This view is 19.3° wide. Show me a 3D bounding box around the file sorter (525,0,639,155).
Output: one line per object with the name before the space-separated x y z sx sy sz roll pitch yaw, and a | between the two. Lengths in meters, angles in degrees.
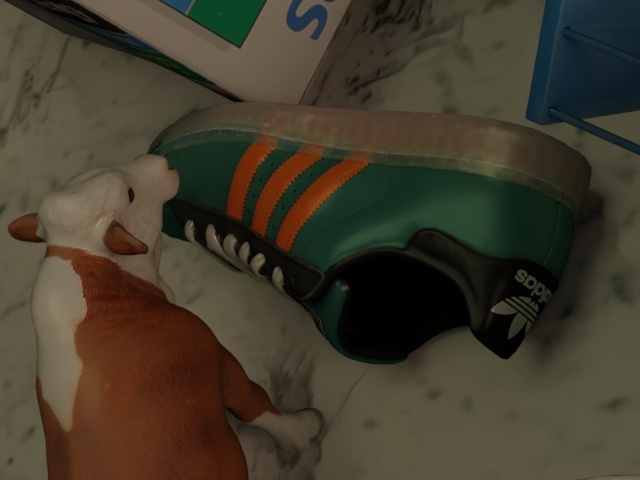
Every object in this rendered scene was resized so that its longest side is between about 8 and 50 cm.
file sorter | 0.183 -0.125 0.863 0.104 0.118 0.170 31 121 44

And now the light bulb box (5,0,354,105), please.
light bulb box | -0.180 -0.271 1.126 0.358 0.361 0.225 27 89 57

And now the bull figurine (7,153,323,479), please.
bull figurine | -0.078 0.110 0.976 0.101 0.188 0.310 -25 54 32

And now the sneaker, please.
sneaker | 0.000 0.000 1.025 0.302 0.108 0.121 2 66 43

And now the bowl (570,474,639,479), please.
bowl | 0.140 0.257 0.698 0.311 0.163 0.311 -23 56 39
